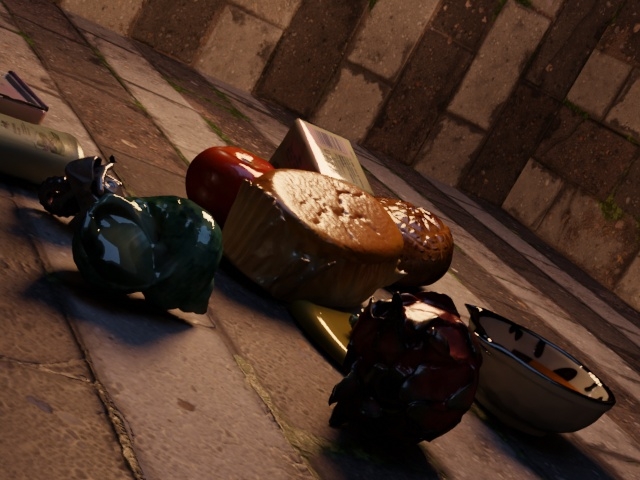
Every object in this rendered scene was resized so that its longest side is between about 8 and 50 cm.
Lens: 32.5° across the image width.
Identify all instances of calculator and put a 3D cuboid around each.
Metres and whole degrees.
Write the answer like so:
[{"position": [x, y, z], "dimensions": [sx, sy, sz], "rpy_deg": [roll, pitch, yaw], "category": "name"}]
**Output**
[{"position": [0.055, 0.163, 1.690], "dimensions": [0.157, 0.033, 0.236], "rpy_deg": [20, 17, -42], "category": "calculator"}]

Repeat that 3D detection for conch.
[{"position": [-0.219, 0.021, 1.434], "dimensions": [0.202, 0.134, 0.196], "rpy_deg": [33, 52, -8], "category": "conch"}]

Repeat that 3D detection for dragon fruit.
[{"position": [0.114, 0.170, 1.432], "dimensions": [0.193, 0.192, 0.274], "rpy_deg": [37, 24, 0], "category": "dragon fruit"}]

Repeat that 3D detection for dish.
[{"position": [0.338, 0.235, 1.824], "dimensions": [0.303, 0.120, 0.303], "rpy_deg": [28, 12, -6], "category": "dish"}]

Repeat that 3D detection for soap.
[{"position": [-0.017, -0.098, 2.137], "dimensions": [0.138, 0.182, 0.199], "rpy_deg": [19, 32, -32], "category": "soap"}]

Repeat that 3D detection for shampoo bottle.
[{"position": [-0.473, -0.144, 1.618], "dimensions": [0.234, 0.087, 0.118], "rpy_deg": [17, 20, -43], "category": "shampoo bottle"}]

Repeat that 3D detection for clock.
[{"position": [-0.568, -0.251, 1.876], "dimensions": [0.147, 0.071, 0.192], "rpy_deg": [17, 17, -43], "category": "clock"}]

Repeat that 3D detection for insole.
[{"position": [0.170, 0.080, 2.354], "dimensions": [0.111, 0.007, 0.328], "rpy_deg": [30, 12, 0], "category": "insole"}]

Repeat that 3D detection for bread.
[{"position": [-0.010, -0.007, 1.886], "dimensions": [0.236, 0.183, 0.388], "rpy_deg": [38, 14, 25], "category": "bread"}]

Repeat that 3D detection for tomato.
[{"position": [-0.158, -0.089, 1.994], "dimensions": [0.195, 0.136, 0.195], "rpy_deg": [26, 15, -7], "category": "tomato"}]

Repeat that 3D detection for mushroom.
[{"position": [0.162, -0.002, 2.312], "dimensions": [0.253, 0.153, 0.253], "rpy_deg": [22, 18, -8], "category": "mushroom"}]

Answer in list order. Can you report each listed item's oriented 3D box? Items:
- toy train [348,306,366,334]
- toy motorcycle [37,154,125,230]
[{"position": [0.092, 0.144, 1.689], "dimensions": [0.103, 0.044, 0.064], "rpy_deg": [21, 21, -29], "category": "toy train"}, {"position": [-0.291, -0.050, 1.572], "dimensions": [0.215, 0.122, 0.080], "rpy_deg": [26, 39, -12], "category": "toy motorcycle"}]
